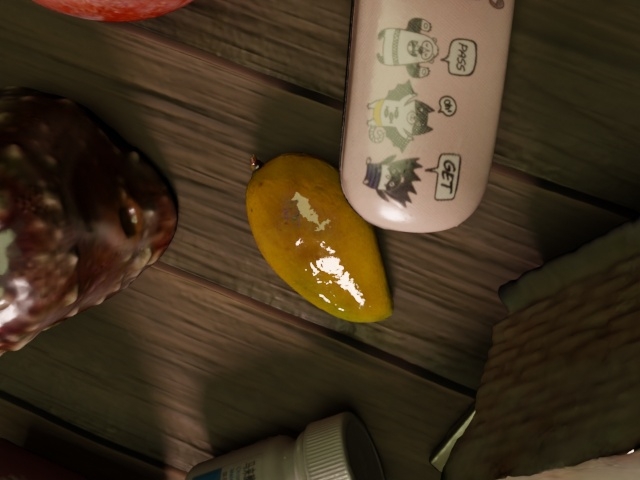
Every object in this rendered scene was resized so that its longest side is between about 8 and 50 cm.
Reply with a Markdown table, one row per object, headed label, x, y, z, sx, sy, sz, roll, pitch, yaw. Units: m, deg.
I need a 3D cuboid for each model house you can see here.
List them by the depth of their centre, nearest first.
| label | x | y | z | sx | sy | sz | roll | pitch | yaw |
| --- | --- | --- | --- | --- | --- | --- | --- | --- | --- |
| model house | 0.277 | 0.114 | 0.503 | 0.298 | 0.284 | 0.243 | 36 | 142 | -15 |

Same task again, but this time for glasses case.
| label | x | y | z | sx | sy | sz | roll | pitch | yaw |
| --- | --- | --- | --- | --- | --- | --- | --- | --- | --- |
| glasses case | 0.082 | -0.160 | 0.553 | 0.122 | 0.075 | 0.314 | 4 | 99 | -7 |

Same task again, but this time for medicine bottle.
| label | x | y | z | sx | sy | sz | roll | pitch | yaw |
| --- | --- | --- | --- | --- | --- | --- | --- | --- | --- |
| medicine bottle | -0.033 | 0.230 | 0.655 | 0.168 | 0.105 | 0.105 | -23 | 98 | 14 |

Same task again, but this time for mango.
| label | x | y | z | sx | sy | sz | roll | pitch | yaw |
| --- | --- | --- | --- | --- | --- | --- | --- | --- | --- |
| mango | 0.000 | 0.000 | 0.622 | 0.101 | 0.066 | 0.187 | -29 | 105 | 15 |

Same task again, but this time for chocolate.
| label | x | y | z | sx | sy | sz | roll | pitch | yaw |
| --- | --- | --- | --- | --- | --- | --- | --- | --- | --- |
| chocolate | -0.316 | 0.000 | 0.599 | 0.340 | 0.210 | 0.225 | -11 | 103 | 12 |

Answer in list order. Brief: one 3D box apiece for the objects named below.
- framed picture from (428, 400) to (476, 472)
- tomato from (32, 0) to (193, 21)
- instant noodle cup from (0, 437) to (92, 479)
| label | x | y | z | sx | sy | sz | roll | pitch | yaw |
| --- | --- | --- | --- | --- | --- | --- | --- | --- | --- |
| framed picture | 0.253 | 0.207 | 0.645 | 0.260 | 0.023 | 0.189 | 37 | 103 | 1 |
| tomato | -0.149 | -0.292 | 0.495 | 0.270 | 0.227 | 0.270 | 13 | 125 | 19 |
| instant noodle cup | -0.283 | 0.307 | 0.662 | 0.179 | 0.235 | 0.234 | 27 | 106 | 12 |
